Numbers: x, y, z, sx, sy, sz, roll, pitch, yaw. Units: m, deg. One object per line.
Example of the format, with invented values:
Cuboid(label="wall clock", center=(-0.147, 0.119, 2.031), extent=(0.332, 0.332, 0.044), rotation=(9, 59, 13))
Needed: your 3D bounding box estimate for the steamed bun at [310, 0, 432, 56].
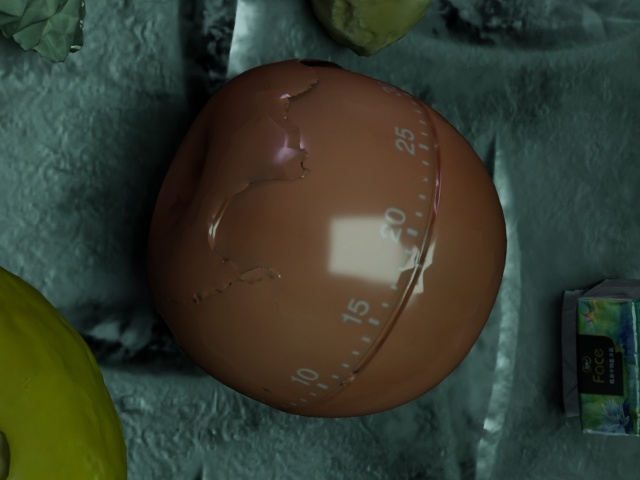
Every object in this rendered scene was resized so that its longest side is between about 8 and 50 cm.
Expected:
Cuboid(label="steamed bun", center=(0.042, -0.273, 1.165), extent=(0.295, 0.137, 0.292), rotation=(2, 98, -35))

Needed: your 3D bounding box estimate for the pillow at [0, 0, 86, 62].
Cuboid(label="pillow", center=(-0.236, -0.270, 0.988), extent=(0.283, 0.138, 0.309), rotation=(9, 93, -42))

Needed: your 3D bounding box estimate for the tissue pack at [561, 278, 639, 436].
Cuboid(label="tissue pack", center=(0.234, 0.093, 1.367), extent=(0.085, 0.079, 0.111), rotation=(-22, 110, -62))

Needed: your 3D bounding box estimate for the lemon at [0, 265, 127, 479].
Cuboid(label="lemon", center=(-0.265, 0.147, 0.903), extent=(0.348, 0.348, 0.347), rotation=(-4, 98, -32))

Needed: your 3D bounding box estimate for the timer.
Cuboid(label="timer", center=(0.000, 0.000, 1.114), extent=(0.215, 0.230, 0.229), rotation=(28, 81, -22))
